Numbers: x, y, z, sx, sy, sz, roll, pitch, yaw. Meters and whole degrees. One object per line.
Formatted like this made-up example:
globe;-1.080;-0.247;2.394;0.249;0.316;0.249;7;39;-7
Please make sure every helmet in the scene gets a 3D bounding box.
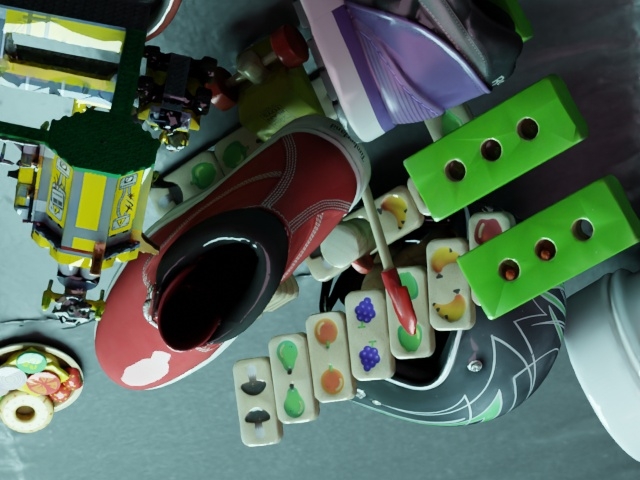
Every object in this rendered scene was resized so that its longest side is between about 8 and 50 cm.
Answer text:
helmet;0.086;0.048;1.327;0.161;0.169;0.169;-1;138;20

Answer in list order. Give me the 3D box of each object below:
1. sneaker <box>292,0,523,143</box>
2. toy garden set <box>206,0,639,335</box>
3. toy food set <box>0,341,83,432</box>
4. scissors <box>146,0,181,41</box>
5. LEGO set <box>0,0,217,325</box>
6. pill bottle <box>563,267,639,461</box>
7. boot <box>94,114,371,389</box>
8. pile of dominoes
sneaker;0.028;-0.201;1.091;0.124;0.107;0.283;-19;117;10
toy garden set;0.057;-0.065;1.206;0.204;0.049;0.244;-30;86;26
toy food set;-0.218;0.106;1.460;0.083;0.020;0.082;-30;130;24
scissors;-0.048;-0.206;1.160;0.297;0.021;0.109;-28;129;24
LEGO set;-0.237;-0.037;1.151;0.331;0.255;0.192;6;125;-12
pill bottle;0.328;0.025;1.316;0.318;0.176;0.176;-29;130;23
boot;-0.086;0.040;1.170;0.088;0.176;0.244;43;126;-4
pile of dominoes;0.000;0.000;1.259;0.251;0.196;0.040;-31;166;25
